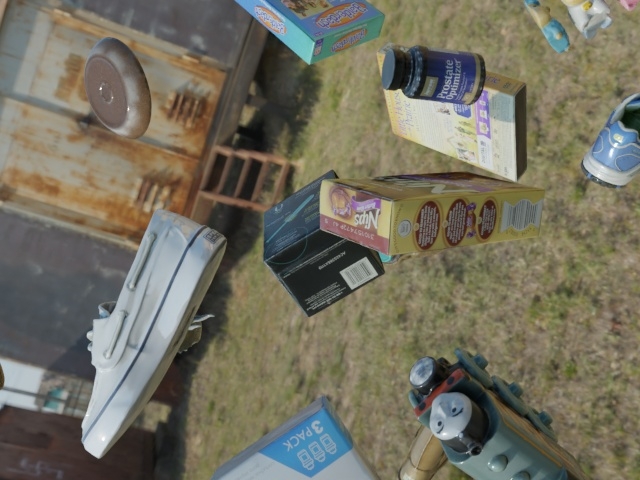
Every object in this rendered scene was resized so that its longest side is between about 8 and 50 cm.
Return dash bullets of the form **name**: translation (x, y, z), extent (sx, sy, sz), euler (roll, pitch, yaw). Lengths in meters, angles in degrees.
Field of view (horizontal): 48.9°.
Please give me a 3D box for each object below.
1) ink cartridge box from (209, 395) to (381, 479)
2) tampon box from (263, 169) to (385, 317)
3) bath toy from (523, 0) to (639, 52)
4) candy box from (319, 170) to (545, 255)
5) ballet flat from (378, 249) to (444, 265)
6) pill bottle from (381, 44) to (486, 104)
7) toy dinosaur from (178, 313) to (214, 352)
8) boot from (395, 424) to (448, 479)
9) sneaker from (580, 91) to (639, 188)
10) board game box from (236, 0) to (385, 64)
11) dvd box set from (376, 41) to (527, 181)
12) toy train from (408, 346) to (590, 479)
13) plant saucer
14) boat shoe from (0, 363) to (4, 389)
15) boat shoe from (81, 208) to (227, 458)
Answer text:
- **ink cartridge box**: translation (0.011, 0.221, 0.513), extent (0.104, 0.181, 0.061), euler (-34, -3, -3)
- **tampon box**: translation (0.000, 0.000, 0.938), extent (0.120, 0.101, 0.161), euler (-31, 24, 10)
- **bath toy**: translation (0.611, -0.550, 1.467), extent (0.348, 0.151, 0.129), euler (-31, 60, 18)
- **candy box**: translation (0.106, -0.030, 0.663), extent (0.109, 0.187, 0.053), euler (23, 116, 54)
- **ballet flat**: translation (0.193, -0.007, 1.461), extent (0.342, 0.124, 0.116), euler (156, 117, -77)
- **pill bottle**: translation (0.259, -0.384, 1.626), extent (0.123, 0.219, 0.122), euler (-177, 90, -77)
- **toy dinosaur**: translation (-0.295, 0.165, 1.384), extent (0.121, 0.160, 0.313), euler (-52, -6, -12)
- **boot**: translation (0.257, 0.375, 1.445), extent (0.236, 0.089, 0.269), euler (-47, -21, -52)
- **sneaker**: translation (0.403, -0.145, 0.858), extent (0.211, 0.080, 0.081), euler (-42, -25, -30)
- **board game box**: translation (-0.024, -0.385, 1.149), extent (0.160, 0.210, 0.047), euler (-29, -27, -32)
- **dvd box set**: translation (0.354, -0.347, 1.888), extent (0.062, 0.420, 0.307), euler (-47, -37, -22)
- **toy train**: translation (0.267, 0.296, 1.037), extent (0.142, 0.334, 0.190), euler (-45, 25, 10)
- **plant saucer**: translation (-0.400, -0.288, 1.353), extent (0.036, 0.198, 0.198), euler (-27, -23, -43)
- **boat shoe**: translation (-0.649, 0.193, 1.295), extent (0.073, 0.207, 0.073), euler (-28, -2, 4)
- **boat shoe**: translation (-0.184, 0.090, 0.699), extent (0.258, 0.084, 0.095), euler (-61, -3, 4)
